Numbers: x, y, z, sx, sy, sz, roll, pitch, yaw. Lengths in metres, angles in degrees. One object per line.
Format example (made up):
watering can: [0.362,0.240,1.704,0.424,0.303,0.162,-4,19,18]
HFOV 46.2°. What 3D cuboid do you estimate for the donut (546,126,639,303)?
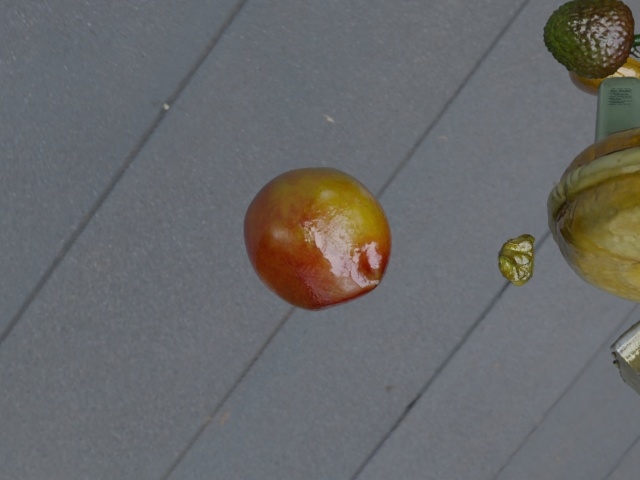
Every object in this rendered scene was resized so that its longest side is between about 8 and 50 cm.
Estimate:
donut: [0.570,-0.024,1.142,0.449,0.448,0.198,34,61,-37]

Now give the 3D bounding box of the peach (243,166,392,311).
peach: [0.000,0.000,1.565,0.307,0.332,0.308,-26,133,-32]

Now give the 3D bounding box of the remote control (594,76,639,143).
remote control: [0.544,-0.207,1.361,0.090,0.310,0.038,2,133,20]

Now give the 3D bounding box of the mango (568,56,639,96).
mango: [0.603,-0.351,1.583,0.217,0.141,0.102,1,115,-44]

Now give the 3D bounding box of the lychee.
lychee: [0.390,-0.288,1.063,0.146,0.114,0.114,15,111,0]

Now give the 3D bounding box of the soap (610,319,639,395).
soap: [0.855,0.226,1.752,0.335,0.156,0.293,-39,146,2]

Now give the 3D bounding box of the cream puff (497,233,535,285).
cream puff: [0.320,0.031,1.228,0.083,0.058,0.083,39,59,-68]
